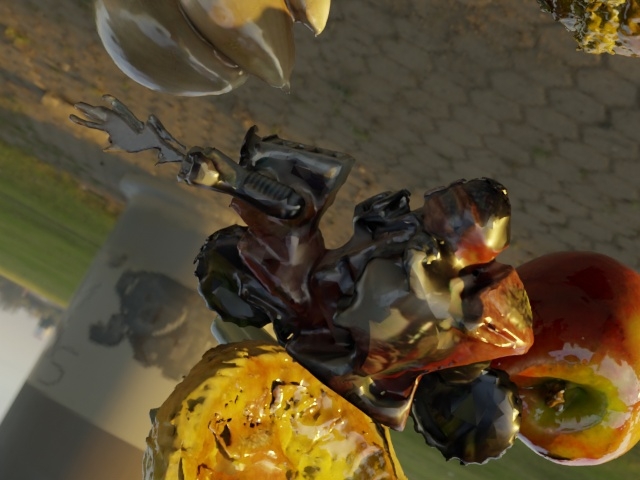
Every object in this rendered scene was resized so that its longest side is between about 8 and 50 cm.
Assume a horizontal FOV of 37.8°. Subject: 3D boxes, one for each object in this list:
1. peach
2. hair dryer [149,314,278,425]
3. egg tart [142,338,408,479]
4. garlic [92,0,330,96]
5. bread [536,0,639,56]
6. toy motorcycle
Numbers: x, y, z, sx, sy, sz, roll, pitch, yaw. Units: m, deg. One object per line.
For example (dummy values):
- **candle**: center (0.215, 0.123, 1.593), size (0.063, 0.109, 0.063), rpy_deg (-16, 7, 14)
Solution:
- **peach**: center (0.228, 0.097, 0.851), size (0.197, 0.197, 0.197), rpy_deg (27, 169, 6)
- **hair dryer**: center (-0.090, 0.163, 1.105), size (0.298, 0.119, 0.296), rpy_deg (28, -165, -31)
- **egg tart**: center (-0.047, 0.226, 0.793), size (0.290, 0.290, 0.115), rpy_deg (34, 138, -28)
- **garlic**: center (-0.137, -0.296, 1.090), size (0.132, 0.279, 0.325), rpy_deg (48, -158, -52)
- **bread**: center (0.286, -0.271, 0.789), size (0.195, 0.176, 0.246), rpy_deg (34, 150, -14)
- **toy motorcycle**: center (0.000, 0.000, 0.707), size (0.401, 0.207, 0.134), rpy_deg (30, -156, 9)
